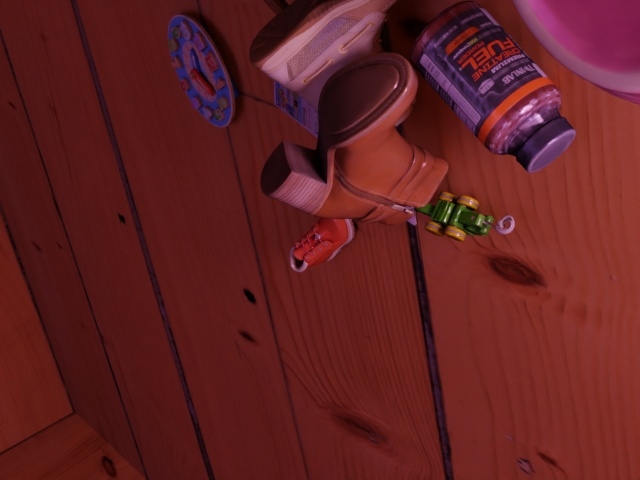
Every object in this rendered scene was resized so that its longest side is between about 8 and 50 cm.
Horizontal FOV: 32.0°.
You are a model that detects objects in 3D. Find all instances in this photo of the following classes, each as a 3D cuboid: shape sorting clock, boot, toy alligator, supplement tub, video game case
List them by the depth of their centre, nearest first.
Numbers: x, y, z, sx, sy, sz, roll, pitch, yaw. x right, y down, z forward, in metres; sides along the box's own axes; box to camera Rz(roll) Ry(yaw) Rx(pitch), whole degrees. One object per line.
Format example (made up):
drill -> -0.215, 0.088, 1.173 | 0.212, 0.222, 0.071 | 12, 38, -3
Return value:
supplement tub -> 0.199, -0.170, 1.262 | 0.198, 0.106, 0.106 | 51, 151, 18
boot -> 0.070, -0.246, 1.403 | 0.203, 0.262, 0.095 | 39, -153, -35
boot -> 0.086, -0.111, 1.410 | 0.283, 0.220, 0.109 | -46, 44, 36
toy alligator -> 0.197, -0.024, 1.463 | 0.051, 0.056, 0.190 | 28, 173, -37
video game case -> -0.031, -0.216, 1.708 | 0.122, 0.011, 0.087 | 41, 147, 34
boot -> 0.000, 0.000, 1.777 | 0.059, 0.085, 0.158 | 54, 150, 17
shape sorting clock -> -0.207, -0.288, 1.907 | 0.206, 0.040, 0.206 | 40, 145, 35

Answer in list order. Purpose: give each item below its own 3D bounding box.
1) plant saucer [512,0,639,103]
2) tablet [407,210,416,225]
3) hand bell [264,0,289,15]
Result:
plant saucer -> 0.267, -0.257, 0.960 | 0.332, 0.084, 0.332 | 41, 148, 33
tablet -> 0.109, -0.059, 1.621 | 0.083, 0.006, 0.054 | 32, 141, 42
hand bell -> -0.069, -0.340, 1.560 | 0.242, 0.126, 0.126 | 50, 157, -21
